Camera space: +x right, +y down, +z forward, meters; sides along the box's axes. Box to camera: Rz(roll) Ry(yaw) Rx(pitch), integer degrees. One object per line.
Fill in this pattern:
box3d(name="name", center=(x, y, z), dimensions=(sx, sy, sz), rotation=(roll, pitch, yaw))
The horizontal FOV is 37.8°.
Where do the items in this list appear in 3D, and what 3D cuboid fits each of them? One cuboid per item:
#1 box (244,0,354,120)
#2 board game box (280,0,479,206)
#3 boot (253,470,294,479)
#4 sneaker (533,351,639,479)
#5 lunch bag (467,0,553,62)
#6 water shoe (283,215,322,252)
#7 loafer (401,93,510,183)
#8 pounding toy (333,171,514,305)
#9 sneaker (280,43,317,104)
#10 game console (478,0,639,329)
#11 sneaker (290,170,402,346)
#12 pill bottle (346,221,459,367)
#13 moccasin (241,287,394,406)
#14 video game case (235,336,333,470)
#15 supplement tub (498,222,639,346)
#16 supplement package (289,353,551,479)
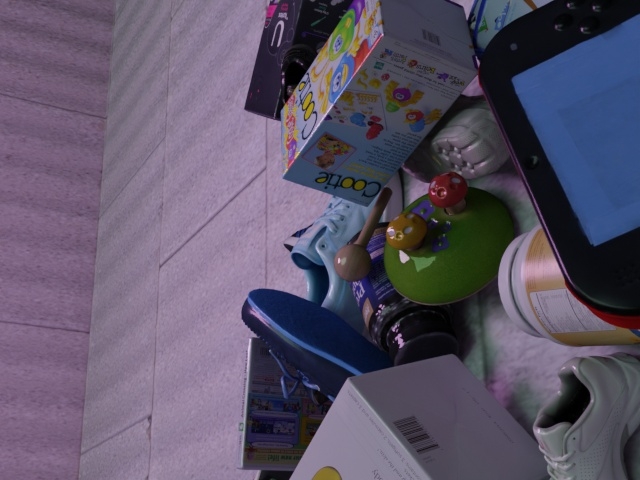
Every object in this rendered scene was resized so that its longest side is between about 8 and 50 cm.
box3d(name="box", center=(-0.023, -0.347, 1.726), dimensions=(0.165, 0.143, 0.270), rotation=(27, 105, 63))
box3d(name="board game box", center=(0.068, -0.198, 1.263), dimensions=(0.275, 0.144, 0.142), rotation=(-51, 31, 41))
box3d(name="boot", center=(-0.076, 0.422, 1.537), dimensions=(0.244, 0.088, 0.176), rotation=(-64, -11, -4))
box3d(name="sneaker", center=(0.265, 0.227, 0.985), dimensions=(0.090, 0.115, 0.232), rotation=(1, 82, 63))
box3d(name="lunch bag", center=(0.289, -0.343, 1.159), dimensions=(0.243, 0.115, 0.303), rotation=(42, 116, 62))
box3d(name="water shoe", center=(0.000, 0.000, 1.658), dimensions=(0.080, 0.073, 0.203), rotation=(-48, 14, -15))
box3d(name="loafer", center=(0.184, -0.148, 1.319), dimensions=(0.111, 0.112, 0.319), rotation=(-44, 19, -12))
box3d(name="pounding toy", center=(0.128, -0.023, 1.233), dimensions=(0.237, 0.110, 0.183), rotation=(7, 58, 37))
box3d(name="sneaker", center=(-0.011, -0.214, 1.590), dimensions=(0.130, 0.087, 0.227), rotation=(-76, -32, -67))
box3d(name="game console", center=(0.343, -0.129, 0.858), dimensions=(0.342, 0.060, 0.386), rotation=(-28, 49, 18))
box3d(name="sneaker", center=(0.033, -0.007, 1.482), dimensions=(0.135, 0.150, 0.366), rotation=(-24, 58, 57))
box3d(name="pill bottle", center=(0.115, 0.084, 1.322), dimensions=(0.123, 0.123, 0.219), rotation=(-61, 31, 31))
box3d(name="moccasin", center=(0.013, 0.193, 1.329), dimensions=(0.342, 0.137, 0.117), rotation=(34, 118, 26))
box3d(name="video game case", center=(-0.033, 0.256, 1.441), dimensions=(0.023, 0.212, 0.193), rotation=(-11, 72, 50))
box3d(name="supplement tub", center=(0.295, 0.037, 0.968), dimensions=(0.199, 0.144, 0.144), rotation=(-15, 68, 61))
box3d(name="supplement package", center=(0.102, 0.309, 1.124), dimensions=(0.199, 0.198, 0.263), rotation=(48, 125, 33))
